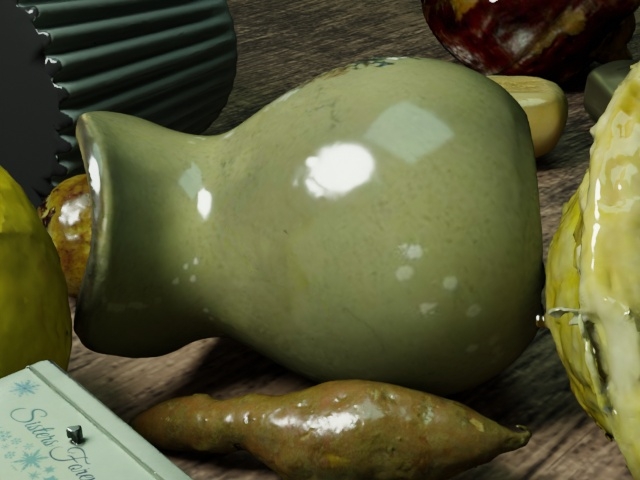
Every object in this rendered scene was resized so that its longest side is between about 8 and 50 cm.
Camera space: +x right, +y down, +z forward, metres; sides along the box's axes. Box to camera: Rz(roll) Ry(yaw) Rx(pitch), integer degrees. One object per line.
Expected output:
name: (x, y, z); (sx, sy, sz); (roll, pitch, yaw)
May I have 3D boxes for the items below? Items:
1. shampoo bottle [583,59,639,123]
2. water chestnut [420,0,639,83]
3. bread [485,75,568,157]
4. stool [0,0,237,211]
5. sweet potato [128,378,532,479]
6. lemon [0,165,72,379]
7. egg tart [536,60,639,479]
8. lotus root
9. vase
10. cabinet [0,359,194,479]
shampoo bottle: (0.413, -0.110, 1.116); (0.126, 0.084, 0.350); (-4, 27, -12)
water chestnut: (0.328, -0.342, 1.399); (0.335, 0.347, 0.335); (-42, 17, 16)
bread: (0.166, -0.134, 1.146); (0.217, 0.098, 0.147); (5, 25, 4)
stool: (-0.272, -0.177, 1.040); (0.297, 0.297, 0.330); (12, 23, 22)
sweet potato: (-0.006, 0.124, 0.641); (0.269, 0.074, 0.075); (-1, 25, 15)
lemon: (-0.280, 0.055, 0.580); (0.284, 0.260, 0.260); (0, 22, -34)
egg tart: (0.246, 0.036, 0.631); (0.341, 0.341, 0.132); (-24, 0, -40)
lotus root: (-0.151, -0.002, 0.878); (0.191, 0.108, 0.094); (1, -7, -23)
vase: (0.000, 0.000, 0.766); (0.302, 0.240, 0.329); (-3, -6, 4)
cabinet: (-0.170, 0.175, 0.447); (0.206, 0.150, 0.145); (-22, 34, -36)
